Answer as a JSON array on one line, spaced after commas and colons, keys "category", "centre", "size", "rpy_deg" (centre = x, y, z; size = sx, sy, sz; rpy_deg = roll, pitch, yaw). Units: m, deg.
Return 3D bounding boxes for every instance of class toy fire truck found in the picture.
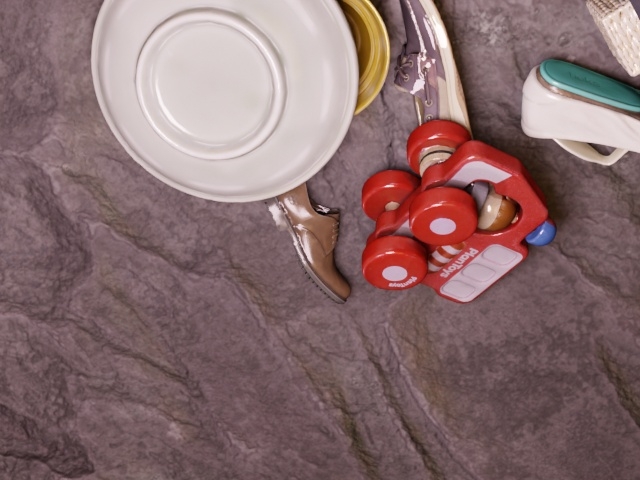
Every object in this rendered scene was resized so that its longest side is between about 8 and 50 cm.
[{"category": "toy fire truck", "centre": [0.212, -0.026, 1.606], "size": [0.254, 0.169, 0.302], "rpy_deg": [21, 137, -23]}]

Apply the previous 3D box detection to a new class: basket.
[{"category": "basket", "centre": [0.460, -0.316, 1.533], "size": [0.103, 0.167, 0.113], "rpy_deg": [-29, 107, 16]}]

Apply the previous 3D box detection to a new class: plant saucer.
[{"category": "plant saucer", "centre": [-0.148, -0.228, 1.514], "size": [0.401, 0.100, 0.400], "rpy_deg": [4, 114, 8]}]

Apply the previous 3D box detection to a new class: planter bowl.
[{"category": "planter bowl", "centre": [0.000, -0.286, 1.566], "size": [0.217, 0.090, 0.217], "rpy_deg": [4, 113, 9]}]

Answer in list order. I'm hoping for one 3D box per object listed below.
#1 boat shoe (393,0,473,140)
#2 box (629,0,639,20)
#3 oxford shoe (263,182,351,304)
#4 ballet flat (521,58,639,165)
[{"category": "boat shoe", "centre": [0.155, -0.245, 1.587], "size": [0.092, 0.103, 0.285], "rpy_deg": [-19, 115, 1]}, {"category": "box", "centre": [0.598, -0.363, 1.450], "size": [0.395, 0.097, 0.318], "rpy_deg": [-39, 109, -24]}, {"category": "oxford shoe", "centre": [0.000, 0.000, 1.684], "size": [0.096, 0.083, 0.227], "rpy_deg": [-28, 109, 4]}, {"category": "ballet flat", "centre": [0.492, -0.164, 1.619], "size": [0.400, 0.139, 0.139], "rpy_deg": [16, 109, -2]}]
